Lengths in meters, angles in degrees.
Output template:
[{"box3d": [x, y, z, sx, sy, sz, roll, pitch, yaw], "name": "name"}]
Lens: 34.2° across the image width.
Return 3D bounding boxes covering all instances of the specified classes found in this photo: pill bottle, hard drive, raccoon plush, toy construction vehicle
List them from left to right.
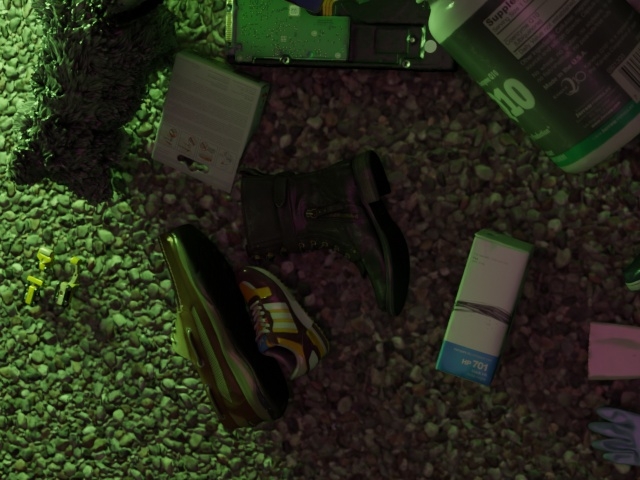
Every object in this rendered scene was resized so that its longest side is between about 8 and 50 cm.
[{"box3d": [-0.425, 0.065, 1.658, 0.086, 0.035, 0.098, 18, 96, 23], "name": "toy construction vehicle"}, {"box3d": [-0.343, -0.214, 1.423, 0.216, 0.446, 0.299, 17, 86, -1], "name": "raccoon plush"}, {"box3d": [0.033, -0.363, 1.485, 0.339, 0.064, 0.237, 3, 95, 13], "name": "hard drive"}, {"box3d": [0.271, -0.277, 1.330, 0.361, 0.204, 0.204, 45, 104, -5], "name": "pill bottle"}]

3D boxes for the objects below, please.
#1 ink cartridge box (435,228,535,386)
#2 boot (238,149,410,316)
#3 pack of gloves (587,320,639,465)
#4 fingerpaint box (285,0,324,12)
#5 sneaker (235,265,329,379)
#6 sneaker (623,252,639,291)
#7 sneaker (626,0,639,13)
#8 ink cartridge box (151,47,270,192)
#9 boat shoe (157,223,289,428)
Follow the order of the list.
[{"box3d": [0.229, 0.089, 1.434, 0.082, 0.139, 0.191, 19, 99, 13], "name": "ink cartridge box"}, {"box3d": [0.000, 0.000, 1.524, 0.229, 0.091, 0.263, -14, 87, 20], "name": "boot"}, {"box3d": [0.487, 0.215, 1.441, 0.232, 0.046, 0.195, 2, 84, 11], "name": "pack of gloves"}, {"box3d": [-0.157, -0.525, 1.288, 0.445, 0.371, 0.163, 19, 141, -9], "name": "fingerpaint box"}, {"box3d": [-0.072, 0.119, 1.534, 0.185, 0.084, 0.069, 45, 146, 7], "name": "sneaker"}, {"box3d": [0.455, -0.055, 1.385, 0.226, 0.086, 0.163, -44, 94, 4], "name": "sneaker"}, {"box3d": [0.426, -0.343, 1.376, 0.152, 0.114, 0.305, -31, 80, 24], "name": "sneaker"}, {"box3d": [-0.167, -0.181, 1.574, 0.145, 0.045, 0.179, 24, 118, 11], "name": "ink cartridge box"}, {"box3d": [-0.168, 0.137, 1.552, 0.120, 0.122, 0.324, -27, 87, 18], "name": "boat shoe"}]
